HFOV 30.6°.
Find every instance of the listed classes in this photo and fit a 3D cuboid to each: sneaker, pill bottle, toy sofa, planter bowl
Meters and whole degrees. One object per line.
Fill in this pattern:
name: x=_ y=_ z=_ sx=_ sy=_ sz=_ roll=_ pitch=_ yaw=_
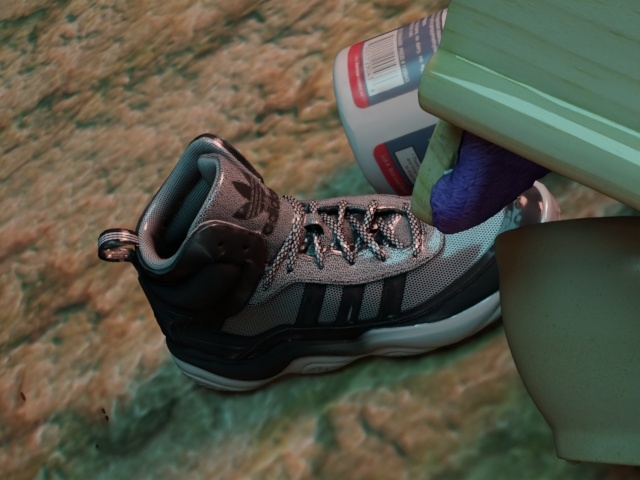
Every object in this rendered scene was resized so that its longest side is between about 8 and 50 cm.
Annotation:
sneaker: x=0.000 y=0.000 z=0.696 sx=0.268 sy=0.153 sz=0.101 roll=-19 pitch=46 yaw=18
pill bottle: x=0.109 y=-0.101 z=0.746 sx=0.180 sy=0.108 sz=0.108 roll=-18 pitch=47 yaw=19
toy sofa: x=0.206 y=-0.101 z=0.552 sx=0.150 sy=0.177 sz=0.362 roll=29 pitch=35 yaw=28
planter bowl: x=0.164 y=0.055 z=0.562 sx=0.162 sy=0.162 sz=0.109 roll=-2 pitch=81 yaw=31
